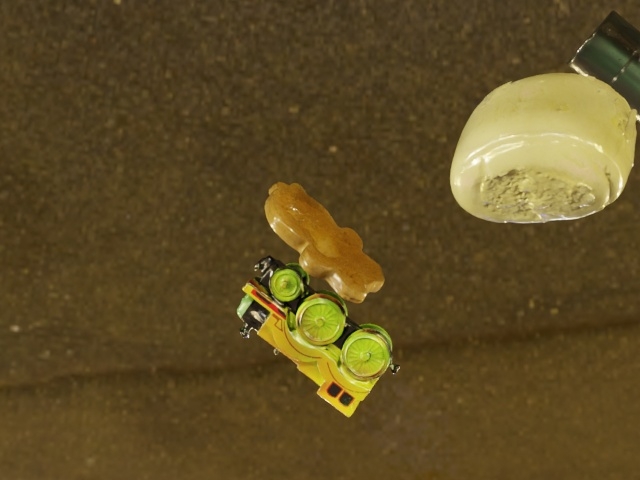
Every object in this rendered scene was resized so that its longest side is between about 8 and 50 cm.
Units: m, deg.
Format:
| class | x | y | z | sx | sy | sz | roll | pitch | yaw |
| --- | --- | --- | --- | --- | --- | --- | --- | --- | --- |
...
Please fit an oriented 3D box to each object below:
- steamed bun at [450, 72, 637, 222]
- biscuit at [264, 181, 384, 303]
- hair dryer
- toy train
| class | x | y | z | sx | sy | sz | roll | pitch | yaw |
| --- | --- | --- | --- | --- | --- | --- | --- | --- | --- |
| steamed bun | 0.311 | -0.149 | 1.767 | 0.272 | 0.232 | 0.166 | -3 | 136 | 31 |
| biscuit | -0.002 | 0.002 | 2.008 | 0.249 | 0.184 | 0.035 | 45 | 118 | 7 |
| hair dryer | 0.511 | -0.227 | 2.060 | 0.244 | 0.116 | 0.302 | 42 | 163 | 2 |
| toy train | -0.012 | 0.156 | 2.047 | 0.296 | 0.100 | 0.161 | 39 | 101 | 4 |
